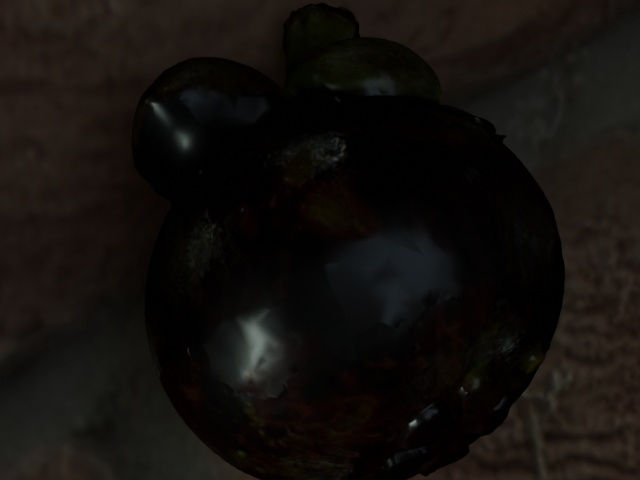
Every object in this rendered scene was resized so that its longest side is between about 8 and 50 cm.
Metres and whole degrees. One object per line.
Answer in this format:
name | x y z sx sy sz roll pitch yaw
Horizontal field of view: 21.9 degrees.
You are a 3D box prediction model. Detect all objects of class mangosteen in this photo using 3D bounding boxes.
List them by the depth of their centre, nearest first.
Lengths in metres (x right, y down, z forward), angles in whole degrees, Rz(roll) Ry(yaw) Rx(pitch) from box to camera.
mangosteen | 0.002 0.007 0.639 0.172 0.172 0.184 -40 80 -19
